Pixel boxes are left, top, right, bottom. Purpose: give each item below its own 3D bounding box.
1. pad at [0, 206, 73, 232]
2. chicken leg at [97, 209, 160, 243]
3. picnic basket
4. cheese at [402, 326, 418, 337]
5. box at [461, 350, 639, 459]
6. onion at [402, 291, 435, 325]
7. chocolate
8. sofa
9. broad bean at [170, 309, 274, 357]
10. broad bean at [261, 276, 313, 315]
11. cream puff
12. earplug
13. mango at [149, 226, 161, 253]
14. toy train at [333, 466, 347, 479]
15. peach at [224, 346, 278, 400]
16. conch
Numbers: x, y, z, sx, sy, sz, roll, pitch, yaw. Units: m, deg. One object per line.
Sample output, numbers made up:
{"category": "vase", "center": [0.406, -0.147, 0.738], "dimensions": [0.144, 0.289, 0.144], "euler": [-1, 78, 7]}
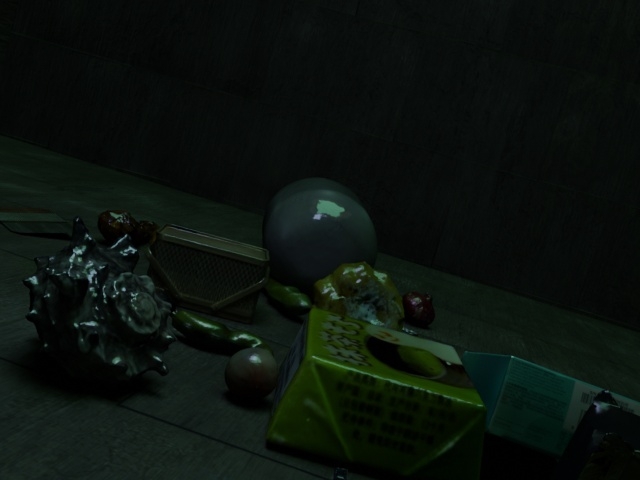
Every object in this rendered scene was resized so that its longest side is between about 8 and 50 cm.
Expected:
{"category": "pad", "center": [-0.663, -0.078, 1.870], "dimensions": [0.323, 0.055, 0.250], "euler": [-22, 29, -34]}
{"category": "chicken leg", "center": [-0.499, -0.024, 1.949], "dimensions": [0.113, 0.093, 0.304], "euler": [36, 3, 11]}
{"category": "picnic basket", "center": [-0.242, 0.066, 1.541], "dimensions": [0.267, 0.139, 0.165], "euler": [15, 7, -8]}
{"category": "cheese", "center": [0.169, 0.203, 1.778], "dimensions": [0.171, 0.047, 0.092], "euler": [19, 10, 25]}
{"category": "box", "center": [0.327, 0.257, 1.117], "dimensions": [0.205, 0.118, 0.311], "euler": [22, -8, 3]}
{"category": "onion", "center": [0.267, 0.184, 1.977], "dimensions": [0.107, 0.097, 0.107], "euler": [37, 8, -6]}
{"category": "chocolate", "center": [0.083, 0.222, 1.070], "dimensions": [0.289, 0.137, 0.301], "euler": [16, 8, -2]}
{"category": "sofa", "center": [0.365, 0.315, 0.831], "dimensions": [0.182, 0.200, 0.258], "euler": [28, 9, 16]}
{"category": "broad bean", "center": [-0.177, 0.168, 1.266], "dimensions": [0.214, 0.048, 0.070], "euler": [20, 7, 10]}
{"category": "broad bean", "center": [-0.106, 0.128, 1.735], "dimensions": [0.098, 0.056, 0.318], "euler": [2, 9, -39]}
{"category": "cream puff", "center": [0.078, 0.141, 1.591], "dimensions": [0.221, 0.194, 0.195], "euler": [19, 6, -14]}
{"category": "earplug", "center": [0.000, 0.000, 1.929], "dimensions": [0.313, 0.312, 0.394], "euler": [15, 8, -7]}
{"category": "mango", "center": [-0.372, 0.016, 1.872], "dimensions": [0.111, 0.089, 0.163], "euler": [31, 2, 20]}
{"category": "toy train", "center": [0.022, 0.294, 0.860], "dimensions": [0.017, 0.017, 0.083], "euler": [14, 6, 2]}
{"category": "peach", "center": [-0.102, 0.200, 1.075], "dimensions": [0.083, 0.083, 0.083], "euler": [16, 7, -2]}
{"category": "conch", "center": [-0.296, 0.105, 1.038], "dimensions": [0.240, 0.186, 0.313], "euler": [44, -8, 7]}
